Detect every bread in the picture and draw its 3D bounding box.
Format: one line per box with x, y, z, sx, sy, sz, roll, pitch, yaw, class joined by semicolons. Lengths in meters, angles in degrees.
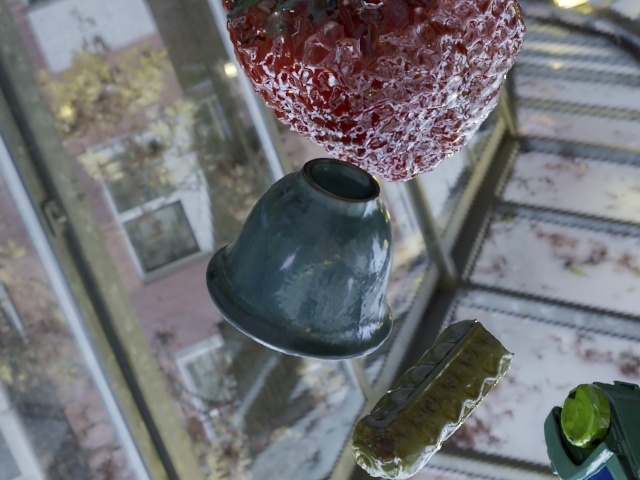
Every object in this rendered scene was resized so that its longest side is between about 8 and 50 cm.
0.137;0.203;1.550;0.269;0.098;0.087;-41;168;-39;bread

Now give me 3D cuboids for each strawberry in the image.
0.067;-0.205;1.347;0.312;0.351;0.267;-5;-137;20;strawberry

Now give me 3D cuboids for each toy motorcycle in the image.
0.456;0.378;1.806;0.191;0.200;0.326;12;-136;-21;toy motorcycle

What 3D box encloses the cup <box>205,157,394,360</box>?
0.000;0.000;1.220;0.199;0.150;0.199;15;-149;-9;cup
